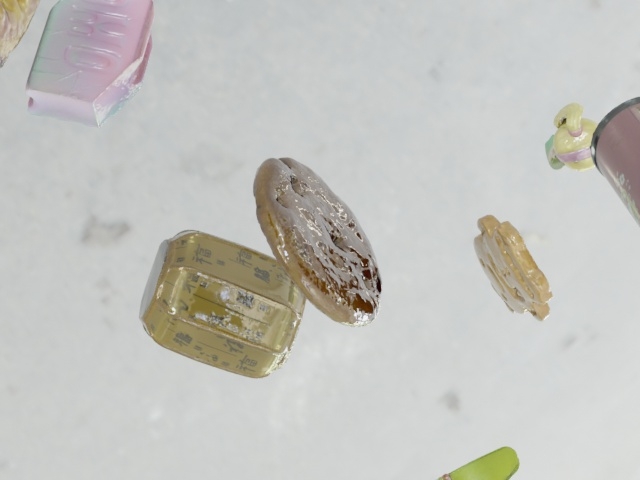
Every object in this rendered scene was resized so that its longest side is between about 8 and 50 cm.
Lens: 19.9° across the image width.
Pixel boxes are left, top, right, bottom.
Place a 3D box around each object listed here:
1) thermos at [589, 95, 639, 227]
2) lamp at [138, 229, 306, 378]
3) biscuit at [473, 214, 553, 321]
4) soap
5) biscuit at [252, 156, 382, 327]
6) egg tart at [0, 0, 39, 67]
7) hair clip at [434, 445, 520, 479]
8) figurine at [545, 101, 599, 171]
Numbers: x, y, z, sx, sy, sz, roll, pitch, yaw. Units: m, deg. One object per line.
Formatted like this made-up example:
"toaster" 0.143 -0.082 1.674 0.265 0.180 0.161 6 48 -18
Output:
"thermos" 0.385 -0.030 1.833 0.109 0.330 0.136 -3 125 -16
"lamp" -0.118 0.076 2.196 0.185 0.161 0.161 19 122 -10
"biscuit" 0.210 0.031 2.052 0.027 0.184 0.133 -32 100 -9
"soap" -0.214 -0.183 1.737 0.100 0.149 0.056 13 153 1
"biscuit" 0.000 0.000 1.966 0.036 0.212 0.212 -34 147 22
"egg tart" -0.305 -0.247 1.441 0.171 0.215 0.215 6 142 14
"hair clip" 0.148 0.293 2.063 0.188 0.060 0.033 -31 -179 -11
"figurine" 0.310 -0.121 2.218 0.083 0.083 0.187 -44 174 6
